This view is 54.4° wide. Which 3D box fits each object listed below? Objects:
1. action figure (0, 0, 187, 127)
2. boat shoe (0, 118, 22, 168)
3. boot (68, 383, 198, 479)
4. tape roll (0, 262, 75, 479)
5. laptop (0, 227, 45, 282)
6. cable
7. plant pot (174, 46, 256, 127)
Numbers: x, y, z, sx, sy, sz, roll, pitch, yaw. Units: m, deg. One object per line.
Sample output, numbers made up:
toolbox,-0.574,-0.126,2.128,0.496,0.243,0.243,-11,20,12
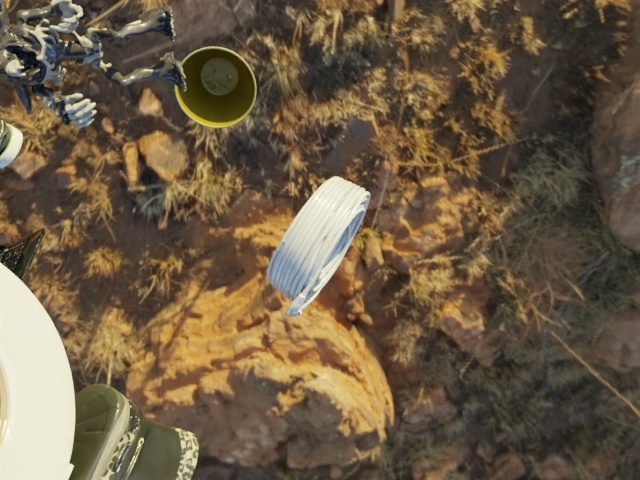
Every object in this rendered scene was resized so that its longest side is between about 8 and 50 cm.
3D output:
action figure,-0.325,-0.245,0.824,0.276,0.141,0.164,-13,120,-18
boat shoe,-0.641,-0.178,1.052,0.302,0.114,0.091,-3,155,24
boot,-0.222,0.277,0.622,0.085,0.236,0.178,15,159,28
tape roll,-0.319,0.128,0.417,0.169,0.246,0.246,-21,123,23
laptop,-0.732,0.074,1.293,0.264,0.234,0.136,-17,140,37
cable,0.000,0.000,1.191,0.089,0.257,0.257,31,114,10
plant pot,-0.177,-0.271,1.069,0.134,0.095,0.134,-2,117,-4
